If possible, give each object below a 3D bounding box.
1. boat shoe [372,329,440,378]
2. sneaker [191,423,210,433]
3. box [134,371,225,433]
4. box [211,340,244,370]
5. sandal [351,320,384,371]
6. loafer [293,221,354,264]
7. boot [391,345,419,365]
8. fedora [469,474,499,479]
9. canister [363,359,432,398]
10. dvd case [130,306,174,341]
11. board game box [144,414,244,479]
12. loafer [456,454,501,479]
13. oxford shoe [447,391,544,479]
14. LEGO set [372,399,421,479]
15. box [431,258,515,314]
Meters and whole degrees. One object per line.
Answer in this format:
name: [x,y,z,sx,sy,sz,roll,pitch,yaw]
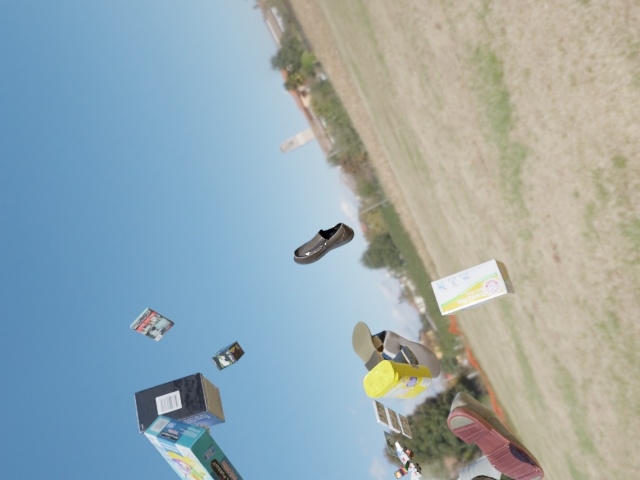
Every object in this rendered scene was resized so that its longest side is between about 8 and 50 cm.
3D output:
boat shoe: [0.329,0.476,2.418,0.340,0.158,0.127,35,-122,-21]
sneaker: [-0.482,0.689,2.055,0.083,0.190,0.072,-122,36,-68]
box: [-0.600,0.728,2.536,0.294,0.296,0.183,75,178,-64]
box: [-0.300,0.374,1.900,0.052,0.083,0.062,57,-153,-6]
sandal: [0.171,0.357,1.887,0.079,0.088,0.240,28,-164,-24]
loafer: [0.000,0.000,1.908,0.078,0.220,0.080,55,-172,-39]
boot: [0.281,0.468,2.010,0.077,0.137,0.198,46,-168,-19]
fedora: [0.403,0.661,1.387,0.152,0.334,0.334,35,165,43]
canister: [0.228,0.410,1.710,0.169,0.126,0.073,15,-141,-37]
dvd case: [-0.556,0.280,1.942,0.119,0.087,0.013,41,-177,-39]
board game box: [-0.367,0.706,1.819,0.079,0.253,0.336,-47,-61,-37]
loafer: [0.572,0.888,2.171,0.112,0.111,0.320,-85,11,-54]
oxford shoe: [0.531,0.579,1.739,0.348,0.123,0.130,42,-145,-8]
LEGO set: [0.233,0.638,1.819,0.182,0.060,0.244,37,-155,-35]
box: [0.450,0.140,1.726,0.114,0.203,0.103,13,-123,-60]
